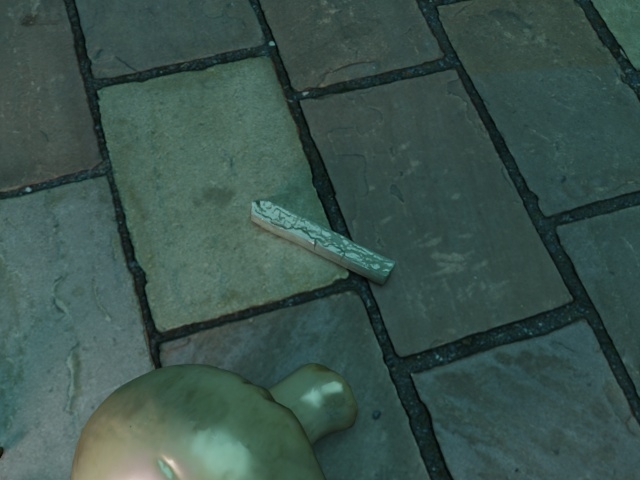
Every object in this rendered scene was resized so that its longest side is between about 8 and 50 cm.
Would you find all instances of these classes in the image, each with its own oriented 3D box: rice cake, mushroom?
[{"bbox_3d":[0.000,0.000,1.015,0.246,0.045,0.042,25,68,5],"label":"rice cake"},{"bbox_3d":[-0.101,0.286,0.739,0.357,0.315,0.314,-9,67,-11],"label":"mushroom"}]

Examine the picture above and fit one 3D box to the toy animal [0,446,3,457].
[{"bbox_3d":[-0.589,0.268,0.809,0.313,0.097,0.157,26,77,3],"label":"toy animal"}]
